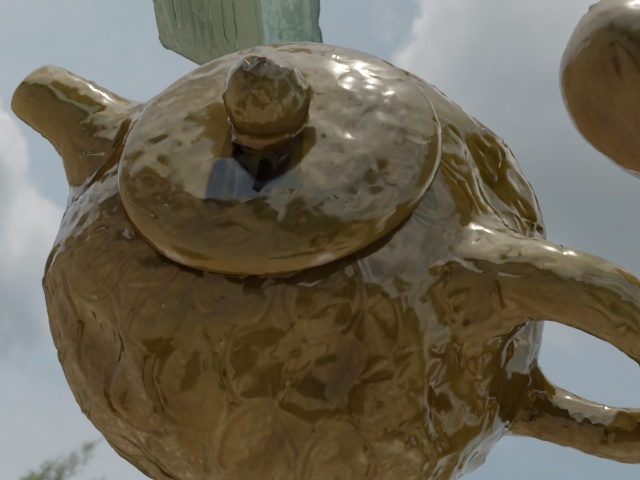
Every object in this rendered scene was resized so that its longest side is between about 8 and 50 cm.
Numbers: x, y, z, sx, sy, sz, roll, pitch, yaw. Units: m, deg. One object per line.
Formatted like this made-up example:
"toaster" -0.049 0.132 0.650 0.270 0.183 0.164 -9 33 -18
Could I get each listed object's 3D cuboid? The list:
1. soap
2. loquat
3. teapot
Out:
"soap" -0.078 -0.207 0.920 0.198 0.066 0.119 33 -44 47
"loquat" 0.364 -0.164 1.143 0.234 0.176 0.187 54 -22 16
"teapot" 0.000 0.000 0.409 0.311 0.203 0.167 22 -35 26
